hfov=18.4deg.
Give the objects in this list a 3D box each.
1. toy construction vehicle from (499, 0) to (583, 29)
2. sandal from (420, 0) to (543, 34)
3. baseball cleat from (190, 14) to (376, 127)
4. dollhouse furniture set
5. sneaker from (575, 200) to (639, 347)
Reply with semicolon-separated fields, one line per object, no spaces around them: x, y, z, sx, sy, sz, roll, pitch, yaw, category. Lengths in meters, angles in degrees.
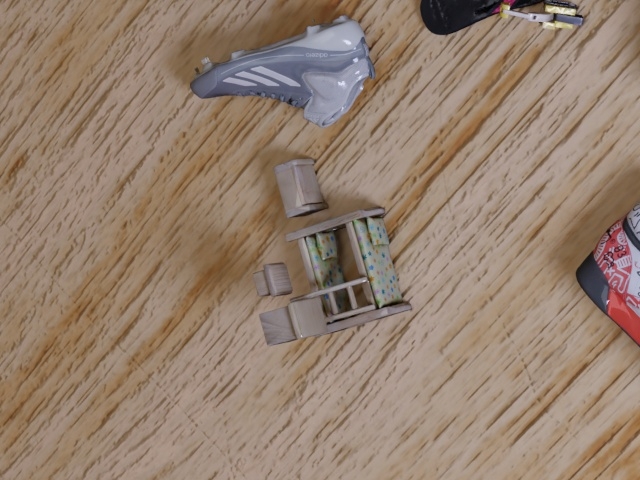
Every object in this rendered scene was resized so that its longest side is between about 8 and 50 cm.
0.226;-0.244;1.894;0.098;0.035;0.086;9;113;-9;toy construction vehicle
0.172;-0.252;1.940;0.179;0.040;0.067;-25;81;26;sandal
-0.040;-0.159;2.041;0.206;0.072;0.109;-18;91;31;baseball cleat
0.000;0.000;1.977;0.101;0.161;0.182;-18;86;27;dollhouse furniture set
0.372;0.066;1.827;0.270;0.090;0.145;46;114;21;sneaker
